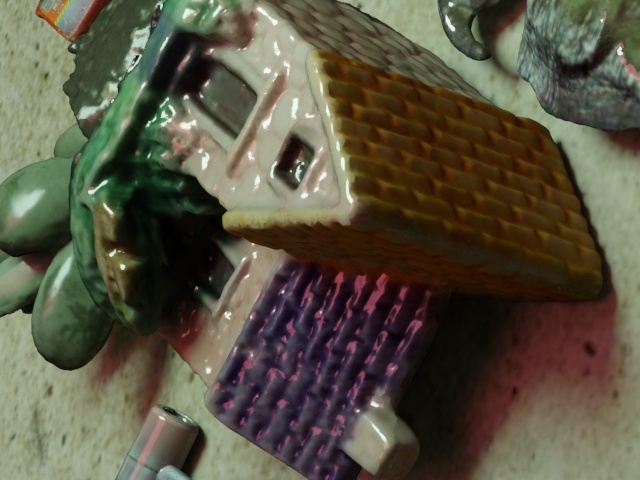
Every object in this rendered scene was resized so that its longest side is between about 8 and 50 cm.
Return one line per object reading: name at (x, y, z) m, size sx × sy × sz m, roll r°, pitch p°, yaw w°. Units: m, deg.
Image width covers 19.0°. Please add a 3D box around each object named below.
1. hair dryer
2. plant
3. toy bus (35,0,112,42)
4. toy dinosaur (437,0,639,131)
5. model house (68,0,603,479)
hair dryer at (-0.084, 0.159, 1.247) m, size 0.114 × 0.037 × 0.063 m, roll 32°, pitch 96°, yaw 42°
plant at (-0.134, -0.048, 1.309) m, size 0.274 × 0.149 × 0.146 m, roll -56°, pitch 26°, yaw 10°
toy bus at (-0.143, -0.235, 1.463) m, size 0.077 × 0.065 × 0.192 m, roll 44°, pitch 108°, yaw 36°
toy dinosaur at (0.163, -0.148, 1.080) m, size 0.162 × 0.077 × 0.294 m, roll -63°, pitch 26°, yaw 12°
model house at (0.000, 0.000, 1.089) m, size 0.237 × 0.202 × 0.237 m, roll -60°, pitch 40°, yaw 10°
